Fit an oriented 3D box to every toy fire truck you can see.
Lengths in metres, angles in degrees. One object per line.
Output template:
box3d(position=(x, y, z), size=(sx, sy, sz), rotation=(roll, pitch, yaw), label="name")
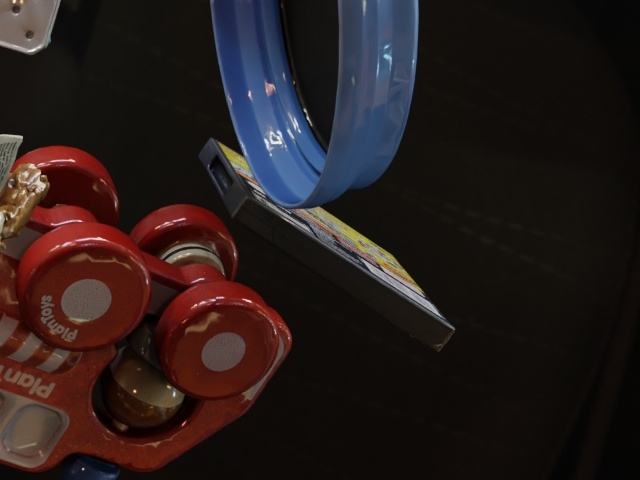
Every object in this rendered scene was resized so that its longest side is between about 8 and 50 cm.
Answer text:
box3d(position=(-0.190, 0.088, 1.130), size=(0.302, 0.169, 0.254), rotation=(26, 108, -32), label="toy fire truck")

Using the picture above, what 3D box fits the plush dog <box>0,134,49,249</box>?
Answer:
box3d(position=(-0.295, -0.007, 0.749), size=(0.225, 0.262, 0.210), rotation=(23, 55, 4), label="plush dog")

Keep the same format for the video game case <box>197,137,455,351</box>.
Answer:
box3d(position=(0.000, 0.000, 1.497), size=(0.275, 0.248, 0.035), rotation=(33, 98, -21), label="video game case")

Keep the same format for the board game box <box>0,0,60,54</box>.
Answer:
box3d(position=(-0.423, -0.436, 1.457), size=(0.390, 0.050, 0.389), rotation=(17, 94, 1), label="board game box")

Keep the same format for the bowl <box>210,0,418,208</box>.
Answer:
box3d(position=(-0.015, -0.223, 1.215), size=(0.077, 0.391, 0.391), rotation=(-8, 87, -18), label="bowl")
